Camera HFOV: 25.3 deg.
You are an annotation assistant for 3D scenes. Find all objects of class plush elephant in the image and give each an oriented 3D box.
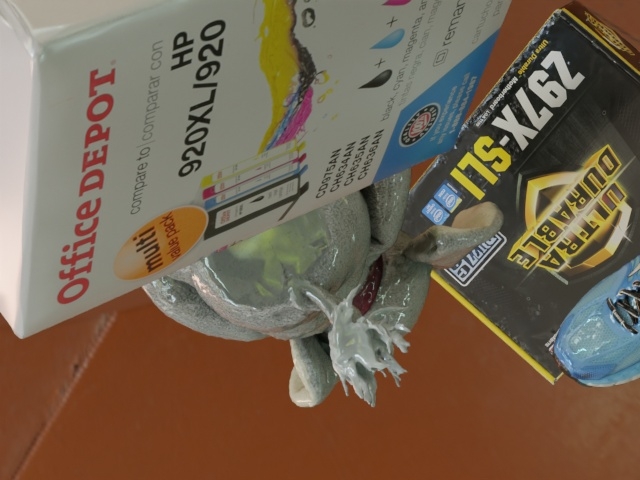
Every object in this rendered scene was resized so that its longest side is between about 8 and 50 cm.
[{"bbox_3d":[0.000,0.000,1.211,0.272,0.255,0.330,-37,72,9],"label":"plush elephant"}]

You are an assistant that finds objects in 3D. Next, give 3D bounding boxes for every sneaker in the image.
[{"bbox_3d":[0.199,0.020,0.832,0.162,0.063,0.073,-39,150,2],"label":"sneaker"}]

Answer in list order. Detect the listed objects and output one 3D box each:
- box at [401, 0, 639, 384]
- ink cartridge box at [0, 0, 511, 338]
[{"bbox_3d":[0.256,-0.048,1.496,0.257,0.079,0.322,43,119,8],"label":"box"},{"bbox_3d":[-0.060,-0.106,0.582,0.232,0.168,0.171,-25,152,-29],"label":"ink cartridge box"}]
